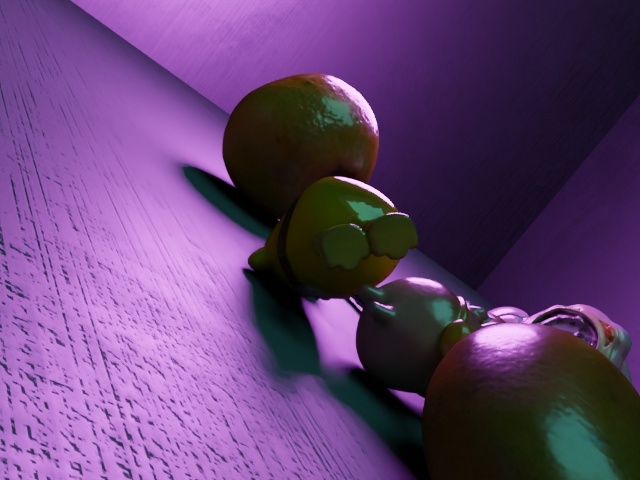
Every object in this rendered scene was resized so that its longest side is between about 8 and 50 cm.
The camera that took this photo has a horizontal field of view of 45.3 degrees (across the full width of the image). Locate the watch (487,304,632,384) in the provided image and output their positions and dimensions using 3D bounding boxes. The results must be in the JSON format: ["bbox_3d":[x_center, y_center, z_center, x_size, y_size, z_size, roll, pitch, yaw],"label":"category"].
[{"bbox_3d":[0.381,0.231,1.249,0.210,0.249,0.217,-84,157,-44],"label":"watch"}]

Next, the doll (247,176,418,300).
[{"bbox_3d":[0.000,0.000,0.948,0.363,0.200,0.145,173,-93,-76],"label":"doll"}]

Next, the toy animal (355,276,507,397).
[{"bbox_3d":[0.139,0.127,0.854,0.248,0.149,0.165,43,20,-23],"label":"toy animal"}]

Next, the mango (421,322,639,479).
[{"bbox_3d":[0.185,0.184,0.628,0.211,0.173,0.317,38,18,-9],"label":"mango"}]

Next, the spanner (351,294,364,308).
[{"bbox_3d":[0.058,0.086,1.161,0.093,0.026,0.325,33,8,-44],"label":"spanner"}]

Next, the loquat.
[{"bbox_3d":[-0.033,-0.165,1.322,0.275,0.274,0.275,38,7,-6],"label":"loquat"}]

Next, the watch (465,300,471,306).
[{"bbox_3d":[0.352,0.185,1.847,0.193,0.068,0.206,36,3,9],"label":"watch"}]
